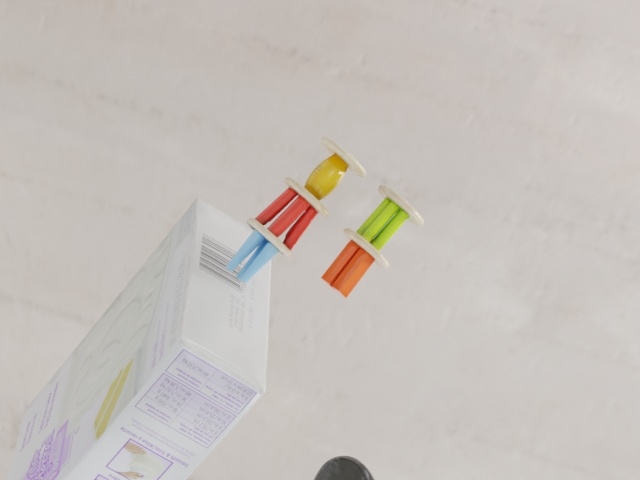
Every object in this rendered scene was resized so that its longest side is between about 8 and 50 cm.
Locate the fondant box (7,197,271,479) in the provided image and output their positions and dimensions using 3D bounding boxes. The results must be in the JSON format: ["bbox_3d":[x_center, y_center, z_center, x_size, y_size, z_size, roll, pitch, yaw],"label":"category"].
[{"bbox_3d":[-0.178,0.153,1.470,0.096,0.330,0.238,31,27,-18],"label":"fondant box"}]

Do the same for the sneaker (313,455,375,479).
[{"bbox_3d":[0.009,0.315,1.551,0.101,0.106,0.267,0,44,13],"label":"sneaker"}]

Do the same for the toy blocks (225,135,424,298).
[{"bbox_3d":[0.000,0.000,1.378,0.123,0.054,0.148,41,86,10],"label":"toy blocks"}]
